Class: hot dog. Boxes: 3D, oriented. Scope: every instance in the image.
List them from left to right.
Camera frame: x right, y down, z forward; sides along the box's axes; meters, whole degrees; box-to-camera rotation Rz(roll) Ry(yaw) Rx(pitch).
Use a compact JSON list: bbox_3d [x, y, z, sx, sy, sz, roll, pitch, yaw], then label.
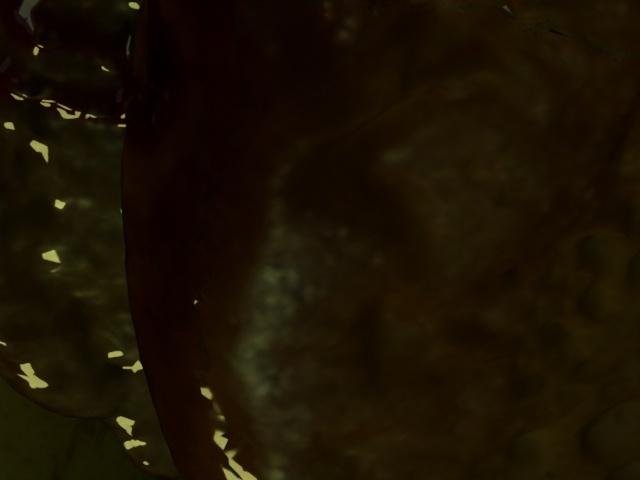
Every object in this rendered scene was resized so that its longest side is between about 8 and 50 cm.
[{"bbox_3d":[0.041,-0.084,0.385,0.405,0.223,0.185,-60,29,29],"label":"hot dog"}]

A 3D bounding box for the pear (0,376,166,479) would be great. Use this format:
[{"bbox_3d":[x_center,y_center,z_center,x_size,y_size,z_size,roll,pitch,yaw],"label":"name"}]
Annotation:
[{"bbox_3d":[-0.191,0.066,0.741,0.280,0.280,0.281,-32,53,55],"label":"pear"}]
